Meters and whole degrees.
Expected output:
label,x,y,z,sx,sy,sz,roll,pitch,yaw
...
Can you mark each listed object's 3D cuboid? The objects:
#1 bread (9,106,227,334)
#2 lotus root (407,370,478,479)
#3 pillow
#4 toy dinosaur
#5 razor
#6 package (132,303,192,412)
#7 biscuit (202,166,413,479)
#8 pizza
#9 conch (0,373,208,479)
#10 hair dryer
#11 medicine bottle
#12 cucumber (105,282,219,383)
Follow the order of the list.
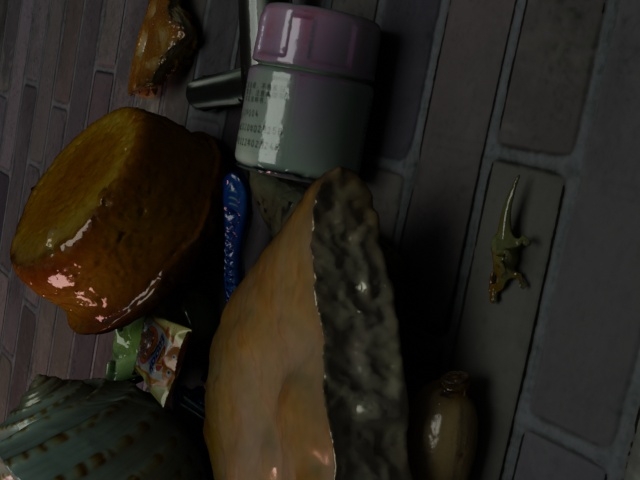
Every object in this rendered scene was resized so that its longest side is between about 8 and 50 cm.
label,x,y,z,sx,sy,sz,roll,pitch,yaw
bread,-0.257,-0.032,1.184,0.312,0.172,0.312,-30,40,28
lotus root,0.099,0.183,0.801,0.073,0.062,0.150,28,114,49
pillow,-0.001,0.000,0.965,0.241,0.051,0.093,34,133,38
toy dinosaur,0.158,0.003,0.772,0.041,0.026,0.113,-126,40,-65
razor,-0.111,0.068,1.108,0.093,0.056,0.324,22,113,31
package,-0.197,0.140,1.142,0.121,0.031,0.108,31,107,55
biscuit,-0.019,0.214,0.895,0.446,0.104,0.429,132,133,-60
pizza,-0.218,-0.290,1.325,0.161,0.062,0.182,18,95,61
conch,-0.249,0.297,1.150,0.215,0.319,0.303,-53,13,-17
hair dryer,-0.119,-0.247,1.102,0.284,0.156,0.320,17,108,44
medicine bottle,-0.012,-0.148,0.943,0.135,0.135,0.168,22,104,54
cucumber,-0.211,0.126,1.237,0.193,0.086,0.115,-27,65,43
